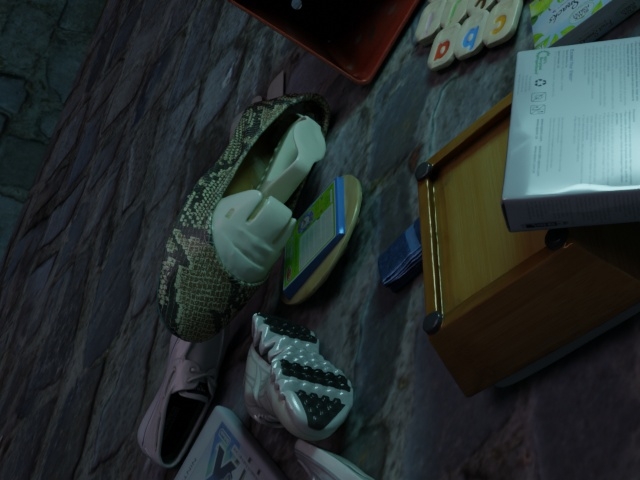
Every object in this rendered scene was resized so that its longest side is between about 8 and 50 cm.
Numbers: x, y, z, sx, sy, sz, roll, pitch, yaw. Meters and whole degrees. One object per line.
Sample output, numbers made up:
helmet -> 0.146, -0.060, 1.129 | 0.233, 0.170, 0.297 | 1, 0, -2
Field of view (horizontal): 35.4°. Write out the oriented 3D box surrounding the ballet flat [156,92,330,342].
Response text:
ballet flat -> -0.092, -0.067, 1.480 | 0.182, 0.164, 0.483 | -22, 32, 38

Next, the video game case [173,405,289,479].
video game case -> -0.148, 0.407, 1.299 | 0.300, 0.036, 0.329 | -60, 28, 1

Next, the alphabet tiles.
alphabet tiles -> 0.242, -0.369, 1.398 | 0.284, 0.021, 0.278 | -14, 52, 54

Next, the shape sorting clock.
shape sorting clock -> 0.000, 0.000, 1.430 | 0.206, 0.040, 0.206 | -46, 25, 29

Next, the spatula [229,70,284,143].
spatula -> -0.122, -0.189, 1.846 | 0.168, 0.019, 0.242 | -35, 38, 31

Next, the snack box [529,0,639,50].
snack box -> 0.313, -0.279, 1.176 | 0.141, 0.037, 0.100 | -36, 37, 38

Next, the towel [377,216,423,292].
towel -> 0.117, 0.006, 1.242 | 0.119, 0.029, 0.067 | -46, 30, 26

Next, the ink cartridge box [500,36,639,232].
ink cartridge box -> 0.281, -0.105, 0.892 | 0.224, 0.045, 0.223 | -5, 44, 22

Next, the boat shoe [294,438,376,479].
boat shoe -> 0.018, 0.279, 1.125 | 0.184, 0.066, 0.063 | 22, 82, 53

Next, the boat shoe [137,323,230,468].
boat shoe -> -0.191, 0.219, 1.508 | 0.084, 0.095, 0.258 | 21, 93, 58

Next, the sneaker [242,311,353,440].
sneaker -> -0.039, 0.192, 1.260 | 0.118, 0.110, 0.292 | -66, 16, 9

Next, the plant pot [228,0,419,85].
plant pot -> 0.009, -0.436, 1.622 | 0.267, 0.267, 0.236 | -58, 15, 5

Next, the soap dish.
soap dish -> 0.203, -0.016, 1.024 | 0.229, 0.118, 0.291 | -38, 35, 36
